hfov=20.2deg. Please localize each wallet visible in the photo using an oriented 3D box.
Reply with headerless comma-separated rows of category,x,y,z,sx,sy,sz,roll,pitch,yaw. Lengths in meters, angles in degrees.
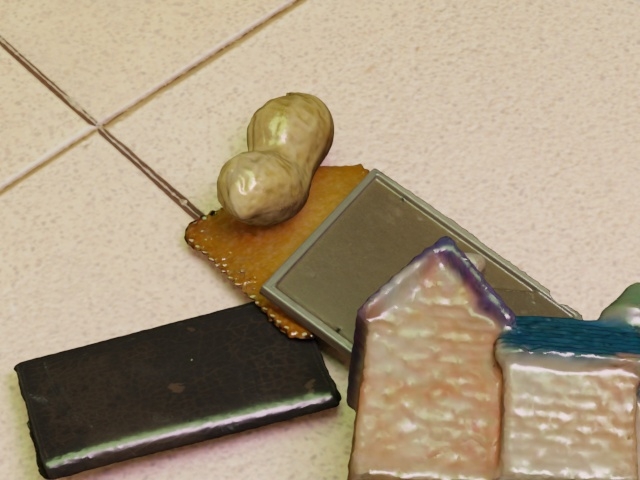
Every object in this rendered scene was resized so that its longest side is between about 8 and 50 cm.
wallet,-0.151,0.154,1.889,0.321,0.044,0.170,-13,42,-12

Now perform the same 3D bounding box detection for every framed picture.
framed picture,0.112,0.068,1.926,0.289,0.020,0.211,36,60,12

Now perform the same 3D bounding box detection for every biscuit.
biscuit,0.000,0.000,2.009,0.237,0.013,0.232,-29,49,-26

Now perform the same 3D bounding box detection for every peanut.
peanut,-0.049,-0.089,2.020,0.103,0.098,0.229,36,42,-11

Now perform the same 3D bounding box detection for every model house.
model house,0.178,0.154,1.738,0.312,0.245,0.280,3,55,3
